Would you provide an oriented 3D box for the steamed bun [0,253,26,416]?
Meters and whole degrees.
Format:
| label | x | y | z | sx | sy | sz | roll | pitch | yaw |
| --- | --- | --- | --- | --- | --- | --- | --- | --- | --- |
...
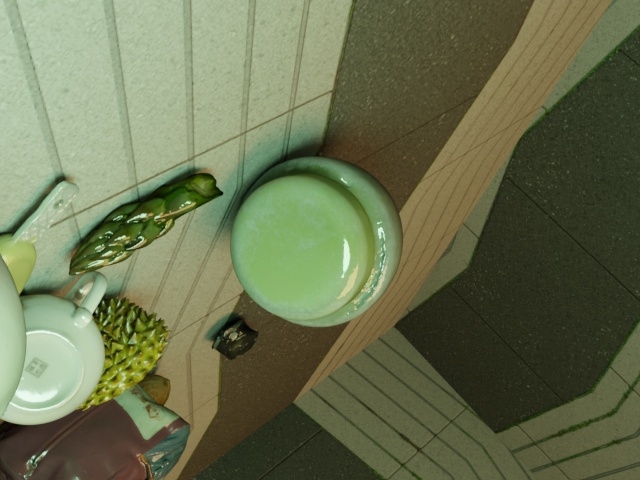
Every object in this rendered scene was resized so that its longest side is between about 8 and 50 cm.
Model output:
| label | x | y | z | sx | sy | sz | roll | pitch | yaw |
| --- | --- | --- | --- | --- | --- | --- | --- | --- | --- |
| steamed bun | -0.457 | 0.063 | 0.829 | 0.309 | 0.309 | 0.309 | -39 | 163 | -15 |

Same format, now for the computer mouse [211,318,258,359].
| label | x | y | z | sx | sy | sz | roll | pitch | yaw |
| --- | --- | --- | --- | --- | --- | --- | --- | --- | --- |
| computer mouse | -0.225 | 0.247 | 2.101 | 0.106 | 0.062 | 0.192 | -43 | 157 | 1 |

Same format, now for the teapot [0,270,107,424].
| label | x | y | z | sx | sy | sz | roll | pitch | yaw |
| --- | --- | --- | --- | --- | --- | --- | --- | --- | --- |
| teapot | -0.433 | 0.173 | 1.270 | 0.298 | 0.204 | 0.139 | -45 | -158 | -8 |

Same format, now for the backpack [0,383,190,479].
| label | x | y | z | sx | sy | sz | roll | pitch | yaw |
| --- | --- | --- | --- | --- | --- | --- | --- | --- | --- |
| backpack | -0.432 | 0.375 | 1.488 | 0.317 | 0.283 | 0.197 | -37 | 153 | -51 |

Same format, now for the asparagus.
| label | x | y | z | sx | sy | sz | roll | pitch | yaw |
| --- | --- | --- | --- | --- | --- | --- | --- | --- | --- |
| asparagus | -0.277 | -0.031 | 1.293 | 0.287 | 0.080 | 0.080 | -36 | 162 | -19 |

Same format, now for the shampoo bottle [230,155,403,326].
| label | x | y | z | sx | sy | sz | roll | pitch | yaw |
| --- | --- | --- | --- | --- | --- | --- | --- | --- | --- |
| shampoo bottle | 0.000 | 0.000 | 1.567 | 0.322 | 0.322 | 0.317 | -49 | 168 | 19 |

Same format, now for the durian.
| label | x | y | z | sx | sy | sz | roll | pitch | yaw |
| --- | --- | --- | --- | --- | --- | --- | --- | --- | --- |
| durian | -0.383 | 0.181 | 1.410 | 0.249 | 0.138 | 0.183 | -36 | -157 | -28 |

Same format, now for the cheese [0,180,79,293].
| label | x | y | z | sx | sy | sz | roll | pitch | yaw |
| --- | --- | --- | --- | --- | --- | --- | --- | --- | --- |
| cheese | -0.422 | 0.015 | 1.118 | 0.255 | 0.050 | 0.127 | -48 | 161 | 10 |

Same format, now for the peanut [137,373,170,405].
| label | x | y | z | sx | sy | sz | roll | pitch | yaw |
| --- | --- | --- | --- | --- | --- | --- | --- | --- | --- |
| peanut | -0.437 | 0.380 | 1.885 | 0.226 | 0.095 | 0.108 | -32 | 176 | -43 |

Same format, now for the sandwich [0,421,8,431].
| label | x | y | z | sx | sy | sz | roll | pitch | yaw |
| --- | --- | --- | --- | --- | --- | --- | --- | --- | --- |
| sandwich | -0.622 | 0.423 | 1.616 | 0.214 | 0.065 | 0.186 | -39 | 163 | -15 |
